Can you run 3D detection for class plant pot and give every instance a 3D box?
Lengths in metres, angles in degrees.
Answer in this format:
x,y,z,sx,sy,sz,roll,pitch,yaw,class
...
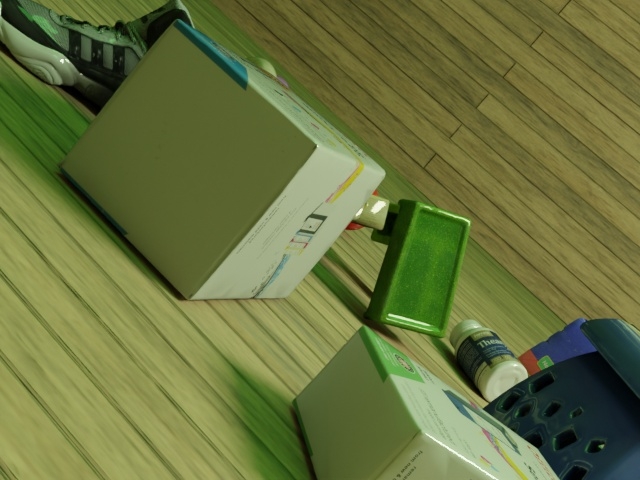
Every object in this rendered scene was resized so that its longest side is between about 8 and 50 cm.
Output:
x,y,z,sx,sy,sz,roll,pitch,yaw,class
0.310,0.228,0.972,0.236,0.212,0.236,38,10,-14,plant pot

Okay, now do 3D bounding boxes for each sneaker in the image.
x,y,z,sx,sy,sz,roll,pitch,yaw,class
-0.224,-0.221,1.081,0.268,0.153,0.101,37,11,-21,sneaker

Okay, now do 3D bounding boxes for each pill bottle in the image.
x,y,z,sx,sy,sz,roll,pitch,yaw,class
0.222,0.159,1.338,0.067,0.067,0.120,34,13,-34,pill bottle

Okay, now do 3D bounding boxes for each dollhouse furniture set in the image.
x,y,z,sx,sy,sz,roll,pitch,yaw,class
0.000,0.000,1.222,0.301,0.151,0.197,16,-1,-25,dollhouse furniture set

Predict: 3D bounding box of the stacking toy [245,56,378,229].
x,y,z,sx,sy,sz,roll,pitch,yaw,class
-0.029,-0.120,1.490,0.330,0.141,0.141,41,8,-35,stacking toy

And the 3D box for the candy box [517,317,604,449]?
x,y,z,sx,sy,sz,roll,pitch,yaw,class
0.453,0.265,1.473,0.268,0.122,0.317,59,17,25,candy box

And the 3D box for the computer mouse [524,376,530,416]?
x,y,z,sx,sy,sz,roll,pitch,yaw,class
0.308,0.217,1.473,0.106,0.042,0.193,43,11,13,computer mouse

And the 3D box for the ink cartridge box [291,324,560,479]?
x,y,z,sx,sy,sz,roll,pitch,yaw,class
0.097,0.180,0.741,0.212,0.093,0.154,38,10,-23,ink cartridge box

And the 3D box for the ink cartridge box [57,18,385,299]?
x,y,z,sx,sy,sz,roll,pitch,yaw,class
-0.076,-0.062,0.907,0.171,0.168,0.233,43,10,14,ink cartridge box
